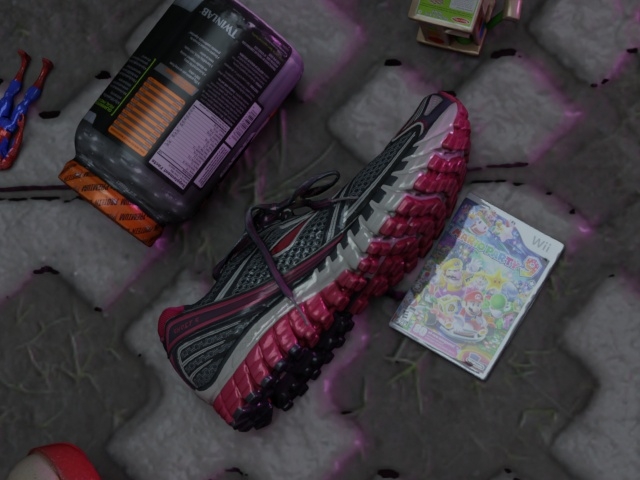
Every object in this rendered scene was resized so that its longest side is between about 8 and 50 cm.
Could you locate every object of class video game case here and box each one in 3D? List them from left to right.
[{"bbox_3d":[0.120,0.035,1.435,0.087,0.011,0.122,30,83,16],"label":"video game case"}]

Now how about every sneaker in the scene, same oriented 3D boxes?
[{"bbox_3d":[0.000,0.000,1.411,0.112,0.121,0.299,42,87,19],"label":"sneaker"}]

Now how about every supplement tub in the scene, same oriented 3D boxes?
[{"bbox_3d":[-0.111,-0.096,1.456,0.117,0.117,0.190,37,86,17],"label":"supplement tub"}]

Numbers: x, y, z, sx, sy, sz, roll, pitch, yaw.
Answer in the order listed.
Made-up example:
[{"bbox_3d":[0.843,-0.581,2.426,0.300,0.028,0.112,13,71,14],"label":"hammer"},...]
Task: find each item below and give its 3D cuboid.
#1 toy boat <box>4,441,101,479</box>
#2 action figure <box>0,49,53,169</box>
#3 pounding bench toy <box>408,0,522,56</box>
[{"bbox_3d":[-0.133,0.248,1.381,0.151,0.151,0.231,-21,71,-25],"label":"toy boat"},{"bbox_3d":[-0.256,-0.099,1.532,0.038,0.030,0.115,20,83,10],"label":"action figure"},{"bbox_3d":[0.118,-0.177,1.458,0.083,0.065,0.052,15,79,14],"label":"pounding bench toy"}]
